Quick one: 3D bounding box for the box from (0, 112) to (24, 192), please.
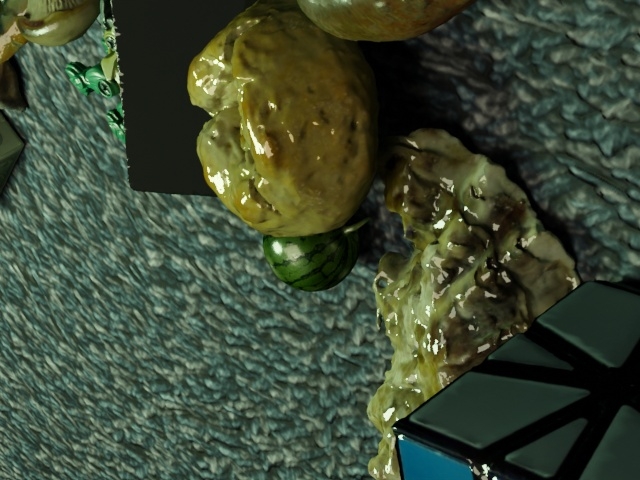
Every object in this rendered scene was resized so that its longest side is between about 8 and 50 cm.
[{"bbox_3d":[-0.499,-0.169,2.234,0.256,0.069,0.164,52,145,9],"label":"box"}]

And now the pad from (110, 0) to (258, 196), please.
[{"bbox_3d":[-0.129,-0.161,1.752,0.159,0.009,0.265,6,122,13],"label":"pad"}]

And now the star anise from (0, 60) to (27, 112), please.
[{"bbox_3d":[-0.437,-0.240,2.081,0.172,0.063,0.208,36,156,22],"label":"star anise"}]

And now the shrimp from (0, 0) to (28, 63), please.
[{"bbox_3d":[-0.421,-0.305,1.963,0.262,0.051,0.198,44,103,13],"label":"shrimp"}]

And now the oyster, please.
[{"bbox_3d":[0.116,0.078,1.614,0.238,0.115,0.351,34,118,33],"label":"oyster"}]

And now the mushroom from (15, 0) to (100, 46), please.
[{"bbox_3d":[-0.322,-0.369,1.843,0.159,0.122,0.329,-110,-2,-77],"label":"mushroom"}]

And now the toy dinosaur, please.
[{"bbox_3d":[-0.169,-0.146,1.838,0.153,0.094,0.259,-5,121,56],"label":"toy dinosaur"}]

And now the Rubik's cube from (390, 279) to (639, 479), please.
[{"bbox_3d":[0.264,0.233,1.418,0.288,0.293,0.283,18,131,41],"label":"Rubik's cube"}]

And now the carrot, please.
[{"bbox_3d":[0.092,-0.243,1.398,0.302,0.138,0.139,-22,99,55],"label":"carrot"}]

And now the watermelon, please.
[{"bbox_3d":[-0.006,0.003,1.734,0.109,0.109,0.109,31,137,33],"label":"watermelon"}]

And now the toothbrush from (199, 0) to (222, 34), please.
[{"bbox_3d":[-0.112,-0.268,1.705,0.035,0.042,0.413,-98,-1,-62],"label":"toothbrush"}]

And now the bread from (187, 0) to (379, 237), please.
[{"bbox_3d":[-0.041,-0.109,1.612,0.244,0.134,0.244,172,90,-66],"label":"bread"}]
